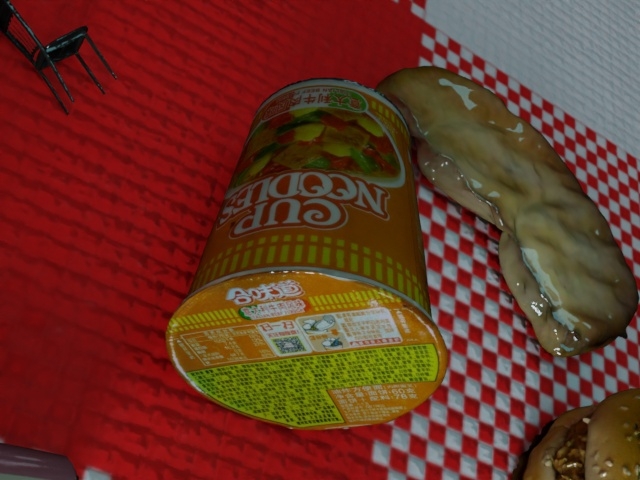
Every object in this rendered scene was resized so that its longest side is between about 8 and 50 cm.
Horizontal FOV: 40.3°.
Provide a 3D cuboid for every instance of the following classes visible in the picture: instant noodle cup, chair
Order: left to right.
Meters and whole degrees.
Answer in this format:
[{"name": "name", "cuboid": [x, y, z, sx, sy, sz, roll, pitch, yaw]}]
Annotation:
[{"name": "chair", "cuboid": [-0.172, -0.127, 0.564, 0.042, 0.037, 0.086, -42, 99, -30]}, {"name": "instant noodle cup", "cuboid": [0.000, 0.000, 0.555, 0.168, 0.168, 0.185, 27, 46, -22]}]

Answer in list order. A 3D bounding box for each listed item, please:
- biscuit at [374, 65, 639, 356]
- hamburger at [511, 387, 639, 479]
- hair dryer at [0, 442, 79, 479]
[{"name": "biscuit", "cuboid": [0.171, -0.036, 0.763, 0.154, 0.045, 0.299, -34, 87, -41]}, {"name": "hamburger", "cuboid": [0.247, 0.205, 0.644, 0.191, 0.118, 0.182, 40, 52, -18]}, {"name": "hair dryer", "cuboid": [-0.179, 0.169, 0.403, 0.106, 0.054, 0.154, 19, 66, -33]}]
